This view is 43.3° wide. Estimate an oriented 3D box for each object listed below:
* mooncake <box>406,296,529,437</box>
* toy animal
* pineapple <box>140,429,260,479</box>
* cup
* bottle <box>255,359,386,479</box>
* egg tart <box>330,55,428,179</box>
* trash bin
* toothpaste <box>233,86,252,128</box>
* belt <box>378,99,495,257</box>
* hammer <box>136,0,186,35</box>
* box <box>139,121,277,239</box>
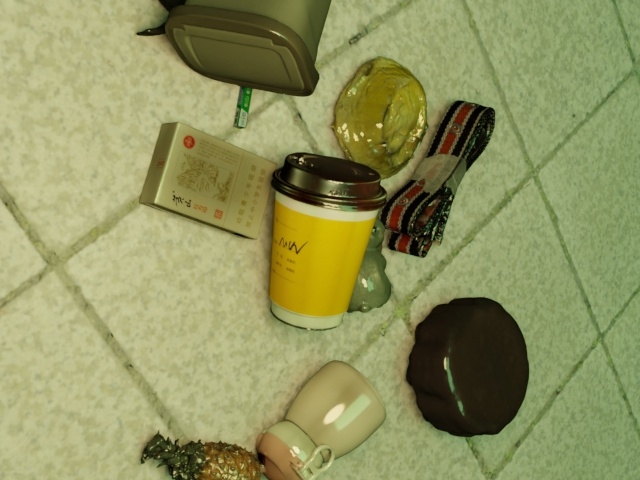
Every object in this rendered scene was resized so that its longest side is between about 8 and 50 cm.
[{"bbox_3d":[0.297,0.257,1.645,0.283,0.141,0.283,7,80,-41],"label":"mooncake"},{"bbox_3d":[0.075,0.016,1.472,0.108,0.138,0.236,-1,99,-4],"label":"toy animal"},{"bbox_3d":[-0.195,0.361,1.306,0.197,0.108,0.108,30,74,-23],"label":"pineapple"},{"bbox_3d":[0.000,0.000,1.356,0.196,0.196,0.280,-5,113,-37],"label":"cup"},{"bbox_3d":[-0.011,0.336,1.414,0.236,0.147,0.147,-39,115,-24],"label":"bottle"},{"bbox_3d":[0.133,-0.230,1.522,0.252,0.098,0.232,-25,111,-38],"label":"egg tart"},{"bbox_3d":[-0.086,-0.375,1.253,0.219,0.219,0.250,73,33,-67],"label":"trash bin"},{"bbox_3d":[-0.130,-0.231,1.361,0.017,0.020,0.083,12,85,-35],"label":"toothpaste"},{"bbox_3d":[0.237,-0.131,1.589,0.359,0.094,0.126,-60,141,-20],"label":"belt"},{"bbox_3d":[-0.354,-0.460,1.163,0.440,0.044,0.168,32,72,-34],"label":"hammer"},{"bbox_3d":[-0.178,-0.094,1.309,0.201,0.058,0.141,19,81,-38],"label":"box"}]
